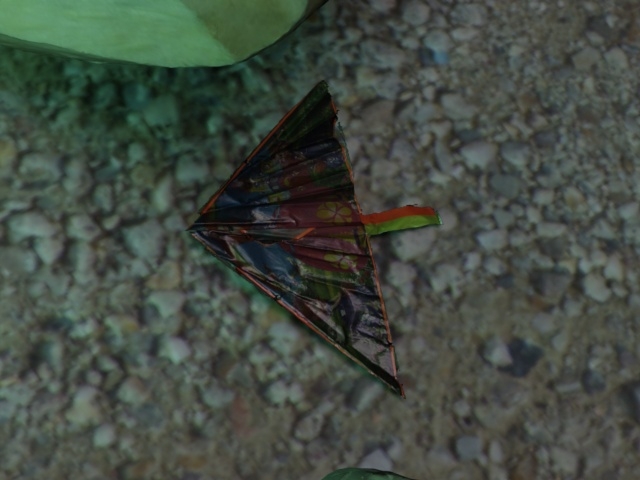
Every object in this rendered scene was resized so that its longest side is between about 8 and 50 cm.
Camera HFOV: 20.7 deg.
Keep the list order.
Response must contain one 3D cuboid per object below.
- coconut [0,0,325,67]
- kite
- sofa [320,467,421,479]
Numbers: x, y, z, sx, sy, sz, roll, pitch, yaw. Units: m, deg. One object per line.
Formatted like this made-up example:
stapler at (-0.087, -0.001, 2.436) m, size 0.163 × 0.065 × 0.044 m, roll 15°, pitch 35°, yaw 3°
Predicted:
coconut at (-0.100, -0.286, 1.078) m, size 0.345 × 0.415 × 0.415 m, roll -21°, pitch 68°, yaw -1°
kite at (0.000, 0.000, 1.166) m, size 0.183 × 0.014 × 0.241 m, roll -7°, pitch 64°, yaw -24°
sofa at (0.004, 0.261, 0.897) m, size 0.176 × 0.225 × 0.210 m, roll 38°, pitch 55°, yaw 10°
